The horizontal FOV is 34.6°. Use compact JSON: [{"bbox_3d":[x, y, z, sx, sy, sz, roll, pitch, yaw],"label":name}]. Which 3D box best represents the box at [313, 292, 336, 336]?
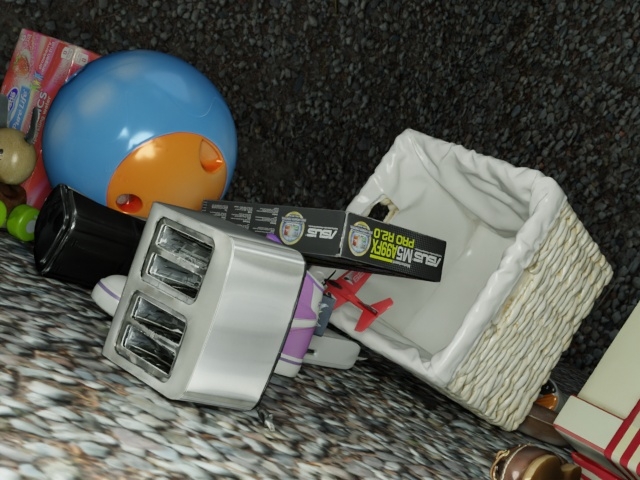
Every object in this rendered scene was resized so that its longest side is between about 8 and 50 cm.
[{"bbox_3d":[-0.101,0.056,1.422,0.183,0.059,0.233,20,3,-21],"label":"box"}]

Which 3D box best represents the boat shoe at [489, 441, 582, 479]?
[{"bbox_3d":[0.209,0.244,1.050,0.073,0.073,0.207,21,-5,27],"label":"boat shoe"}]

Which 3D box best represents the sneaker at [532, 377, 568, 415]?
[{"bbox_3d":[0.331,0.251,1.853,0.262,0.099,0.121,34,2,40],"label":"sneaker"}]

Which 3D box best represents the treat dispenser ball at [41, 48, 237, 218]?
[{"bbox_3d":[-0.268,-0.139,1.533,0.288,0.288,0.288,22,2,-1],"label":"treat dispenser ball"}]

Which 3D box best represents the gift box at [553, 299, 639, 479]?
[{"bbox_3d":[0.472,0.247,1.223,0.276,0.258,0.255,44,-12,-32],"label":"gift box"}]

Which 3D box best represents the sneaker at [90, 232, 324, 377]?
[{"bbox_3d":[-0.125,0.052,1.235,0.282,0.161,0.102,19,5,-30],"label":"sneaker"}]

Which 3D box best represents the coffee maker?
[{"bbox_3d":[-0.264,0.013,1.322,0.178,0.120,0.171,20,4,-35],"label":"coffee maker"}]

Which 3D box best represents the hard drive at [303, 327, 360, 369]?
[{"bbox_3d":[-0.141,0.093,1.518,0.353,0.047,0.233,25,4,38],"label":"hard drive"}]

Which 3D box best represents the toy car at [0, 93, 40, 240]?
[{"bbox_3d":[-0.471,-0.116,1.490,0.155,0.188,0.149,23,2,29],"label":"toy car"}]

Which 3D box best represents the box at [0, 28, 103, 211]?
[{"bbox_3d":[-0.440,-0.172,1.674,0.154,0.300,0.142,22,4,35],"label":"box"}]

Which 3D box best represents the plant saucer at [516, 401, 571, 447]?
[{"bbox_3d":[0.336,0.285,1.639,0.198,0.036,0.198,22,3,-1],"label":"plant saucer"}]

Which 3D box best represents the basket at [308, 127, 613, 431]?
[{"bbox_3d":[0.210,0.059,1.555,0.266,0.328,0.331,38,-7,-41],"label":"basket"}]

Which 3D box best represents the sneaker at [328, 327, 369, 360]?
[{"bbox_3d":[0.042,0.166,1.643,0.083,0.035,0.031,22,3,-3],"label":"sneaker"}]

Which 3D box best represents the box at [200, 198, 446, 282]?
[{"bbox_3d":[0.000,0.000,1.390,0.270,0.060,0.216,6,-5,42],"label":"box"}]

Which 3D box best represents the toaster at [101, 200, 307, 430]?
[{"bbox_3d":[-0.110,0.066,0.989,0.186,0.168,0.110,23,5,43],"label":"toaster"}]

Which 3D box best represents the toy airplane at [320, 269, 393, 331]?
[{"bbox_3d":[0.047,0.081,1.461,0.151,0.151,0.028,25,-28,52],"label":"toy airplane"}]
